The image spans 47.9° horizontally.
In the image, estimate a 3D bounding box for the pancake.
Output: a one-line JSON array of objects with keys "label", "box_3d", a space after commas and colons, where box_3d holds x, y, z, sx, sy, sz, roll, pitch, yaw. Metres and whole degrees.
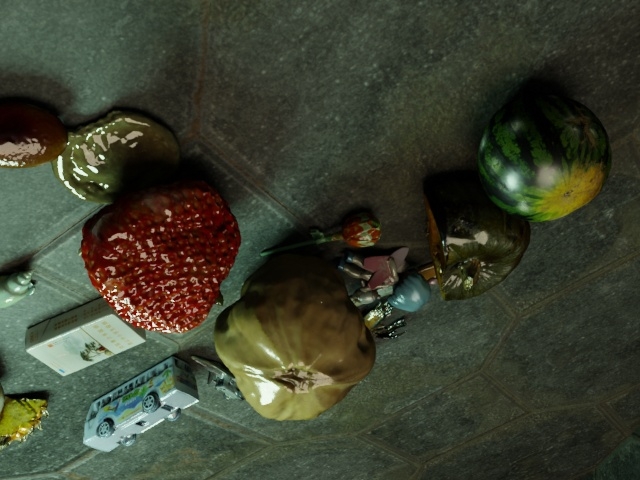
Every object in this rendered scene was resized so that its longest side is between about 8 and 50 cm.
[{"label": "pancake", "box_3d": [-0.380, -0.149, 1.345, 0.236, 0.042, 0.222, -8, 138, -12]}]

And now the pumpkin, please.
[{"label": "pumpkin", "box_3d": [0.363, 0.005, 1.635, 0.232, 0.242, 0.325, -11, 145, 6]}]

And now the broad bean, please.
[{"label": "broad bean", "box_3d": [-0.519, -0.179, 1.228, 0.165, 0.084, 0.114, -10, 128, -14]}]

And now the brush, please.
[{"label": "brush", "box_3d": [0.153, 0.137, 1.882, 0.336, 0.020, 0.085, -21, 141, 5]}]

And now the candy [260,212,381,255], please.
[{"label": "candy", "box_3d": [0.000, -0.001, 1.647, 0.287, 0.078, 0.084, -13, 179, 11]}]

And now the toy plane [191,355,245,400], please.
[{"label": "toy plane", "box_3d": [-0.259, 0.390, 1.982, 0.192, 0.088, 0.262, -15, 146, 44]}]

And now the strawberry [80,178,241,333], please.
[{"label": "strawberry", "box_3d": [-0.314, 0.013, 1.375, 0.312, 0.267, 0.351, -60, 153, -2]}]

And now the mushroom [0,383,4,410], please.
[{"label": "mushroom", "box_3d": [-0.868, 0.407, 1.677, 0.243, 0.244, 0.244, -10, 140, -8]}]

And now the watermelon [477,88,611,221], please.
[{"label": "watermelon", "box_3d": [0.448, -0.167, 1.458, 0.268, 0.269, 0.269, -10, 140, -8]}]

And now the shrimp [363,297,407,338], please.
[{"label": "shrimp", "box_3d": [0.177, 0.222, 1.960, 0.152, 0.046, 0.219, 4, 144, -23]}]

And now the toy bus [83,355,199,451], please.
[{"label": "toy bus", "box_3d": [-0.483, 0.439, 1.918, 0.329, 0.136, 0.109, -30, 140, 16]}]

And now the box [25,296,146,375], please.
[{"label": "box", "box_3d": [-0.552, 0.226, 1.702, 0.233, 0.067, 0.149, -23, 138, 7]}]

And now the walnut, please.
[{"label": "walnut", "box_3d": [-0.056, 0.204, 1.610, 0.383, 0.384, 0.384, -10, 140, -8]}]

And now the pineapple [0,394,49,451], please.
[{"label": "pineapple", "box_3d": [-0.827, 0.504, 1.861, 0.249, 0.164, 0.140, -8, 148, -16]}]

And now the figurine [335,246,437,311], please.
[{"label": "figurine", "box_3d": [0.149, 0.112, 1.781, 0.260, 0.103, 0.205, 23, 121, -22]}]

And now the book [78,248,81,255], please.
[{"label": "book", "box_3d": [-0.416, 0.024, 1.556, 0.118, 0.012, 0.172, -39, 136, 25]}]

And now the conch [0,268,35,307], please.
[{"label": "conch", "box_3d": [-0.657, 0.101, 1.533, 0.180, 0.088, 0.065, -31, 95, 26]}]
